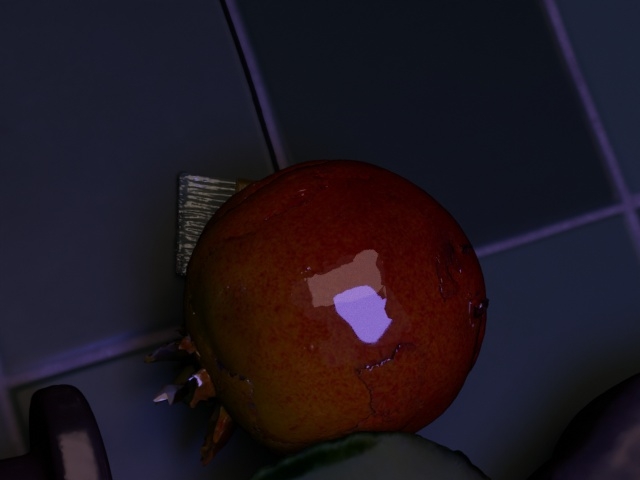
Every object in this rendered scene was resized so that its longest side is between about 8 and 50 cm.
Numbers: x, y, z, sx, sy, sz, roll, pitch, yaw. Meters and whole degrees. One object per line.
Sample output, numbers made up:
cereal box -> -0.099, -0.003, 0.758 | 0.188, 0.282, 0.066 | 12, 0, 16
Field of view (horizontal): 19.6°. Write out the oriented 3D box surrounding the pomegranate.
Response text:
pomegranate -> -0.002, 0.054, 1.254 | 0.235, 0.210, 0.210 | -33, 83, 8

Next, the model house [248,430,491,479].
model house -> 0.069, 0.241, 1.183 | 0.195, 0.189, 0.214 | -30, 52, 16

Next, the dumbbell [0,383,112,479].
dumbbell -> -0.247, 0.177, 1.191 | 0.225, 0.124, 0.140 | -11, 76, -17

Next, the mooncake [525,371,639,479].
mooncake -> 0.270, 0.224, 1.294 | 0.306, 0.154, 0.306 | 4, 72, -14

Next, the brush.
brush -> 0.000, 0.000, 1.369 | 0.218, 0.010, 0.082 | 7, 72, -13
